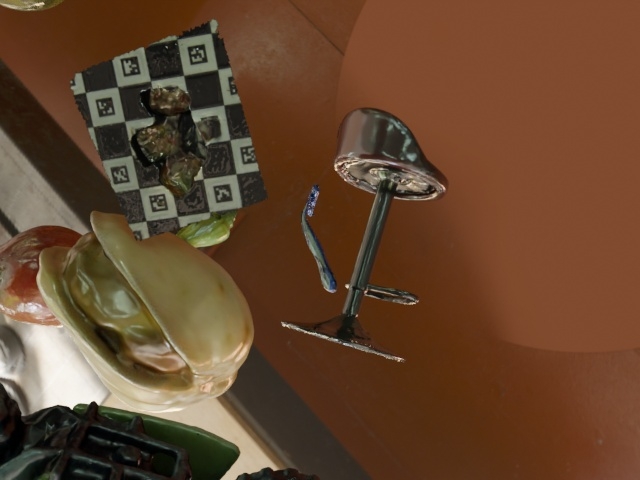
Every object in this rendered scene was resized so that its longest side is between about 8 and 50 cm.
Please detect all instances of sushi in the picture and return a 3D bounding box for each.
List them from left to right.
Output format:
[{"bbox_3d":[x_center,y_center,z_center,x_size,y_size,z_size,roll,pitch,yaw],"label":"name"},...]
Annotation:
[{"bbox_3d":[-0.171,-0.124,0.664,0.192,0.040,0.210,-17,99,8],"label":"sushi"}]

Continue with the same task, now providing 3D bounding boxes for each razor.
[{"bbox_3d":[-0.012,-0.001,1.363,0.056,0.324,0.093,3,135,-16],"label":"razor"}]

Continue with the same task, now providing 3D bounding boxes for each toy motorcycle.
[{"bbox_3d":[-0.192,0.250,0.475,0.410,0.169,0.237,23,103,-10],"label":"toy motorcycle"}]

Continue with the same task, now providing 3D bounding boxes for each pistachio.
[{"bbox_3d":[-0.233,0.103,0.779,0.229,0.238,0.321,-41,115,-3],"label":"pistachio"}]

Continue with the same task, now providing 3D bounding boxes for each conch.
[{"bbox_3d":[-0.291,-0.028,1.433,0.095,0.201,0.079,23,126,51],"label":"conch"}]

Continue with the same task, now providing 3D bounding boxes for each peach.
[{"bbox_3d":[-0.612,0.073,1.225,0.232,0.256,0.232,-31,43,34],"label":"peach"}]

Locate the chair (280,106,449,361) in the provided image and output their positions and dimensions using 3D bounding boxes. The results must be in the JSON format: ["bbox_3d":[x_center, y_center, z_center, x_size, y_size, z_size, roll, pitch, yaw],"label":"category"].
[{"bbox_3d":[0.092,-0.010,0.987,0.226,0.226,0.401,12,80,21],"label":"chair"}]

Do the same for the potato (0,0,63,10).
[{"bbox_3d":[-0.306,-0.296,0.453,0.149,0.113,0.251,-21,136,39],"label":"potato"}]
